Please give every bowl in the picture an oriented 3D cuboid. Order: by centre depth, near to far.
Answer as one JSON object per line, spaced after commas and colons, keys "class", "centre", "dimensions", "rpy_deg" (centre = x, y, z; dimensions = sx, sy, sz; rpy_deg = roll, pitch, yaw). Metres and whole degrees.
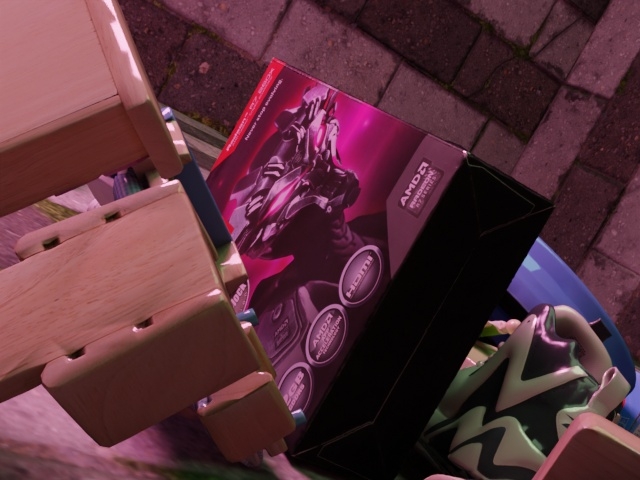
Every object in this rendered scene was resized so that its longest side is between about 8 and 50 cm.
{"class": "bowl", "centre": [0.232, 0.075, 1.247], "dimensions": [0.391, 0.077, 0.391], "rpy_deg": [47, -8, 9]}

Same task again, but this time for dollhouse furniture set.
{"class": "dollhouse furniture set", "centre": [-0.134, 0.057, 0.539], "dimensions": [0.303, 0.198, 0.286], "rpy_deg": [69, -4, -49]}

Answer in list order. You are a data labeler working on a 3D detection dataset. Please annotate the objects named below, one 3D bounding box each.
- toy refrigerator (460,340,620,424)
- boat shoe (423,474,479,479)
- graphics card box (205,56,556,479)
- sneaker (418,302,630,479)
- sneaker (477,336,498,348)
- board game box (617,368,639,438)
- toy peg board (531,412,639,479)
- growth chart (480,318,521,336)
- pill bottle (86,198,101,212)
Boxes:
{"class": "toy refrigerator", "centre": [0.176, 0.155, 0.968], "dimensions": [0.269, 0.094, 0.102], "rpy_deg": [24, 8, -44]}
{"class": "boat shoe", "centre": [0.141, 0.200, 0.522], "dimensions": [0.079, 0.084, 0.233], "rpy_deg": [24, 5, -37]}
{"class": "graphics card box", "centre": [0.000, 0.000, 0.798], "dimensions": [0.094, 0.232, 0.371], "rpy_deg": [27, 8, -30]}
{"class": "sneaker", "centre": [0.144, 0.112, 0.745], "dimensions": [0.094, 0.153, 0.235], "rpy_deg": [49, -8, -7]}
{"class": "sneaker", "centre": [0.120, 0.099, 1.147], "dimensions": [0.283, 0.107, 0.124], "rpy_deg": [24, 13, -39]}
{"class": "board game box", "centre": [0.475, 0.252, 1.419], "dimensions": [0.308, 0.086, 0.302], "rpy_deg": [33, 5, -20]}
{"class": "toy peg board", "centre": [0.121, 0.177, 0.350], "dimensions": [0.161, 0.160, 0.079], "rpy_deg": [30, 22, 4]}
{"class": "growth chart", "centre": [0.057, 0.069, 0.986], "dimensions": [0.237, 0.021, 0.172], "rpy_deg": [13, -14, -13]}
{"class": "pill bottle", "centre": [-0.181, -0.010, 0.929], "dimensions": [0.083, 0.043, 0.043], "rpy_deg": [33, 7, 29]}
